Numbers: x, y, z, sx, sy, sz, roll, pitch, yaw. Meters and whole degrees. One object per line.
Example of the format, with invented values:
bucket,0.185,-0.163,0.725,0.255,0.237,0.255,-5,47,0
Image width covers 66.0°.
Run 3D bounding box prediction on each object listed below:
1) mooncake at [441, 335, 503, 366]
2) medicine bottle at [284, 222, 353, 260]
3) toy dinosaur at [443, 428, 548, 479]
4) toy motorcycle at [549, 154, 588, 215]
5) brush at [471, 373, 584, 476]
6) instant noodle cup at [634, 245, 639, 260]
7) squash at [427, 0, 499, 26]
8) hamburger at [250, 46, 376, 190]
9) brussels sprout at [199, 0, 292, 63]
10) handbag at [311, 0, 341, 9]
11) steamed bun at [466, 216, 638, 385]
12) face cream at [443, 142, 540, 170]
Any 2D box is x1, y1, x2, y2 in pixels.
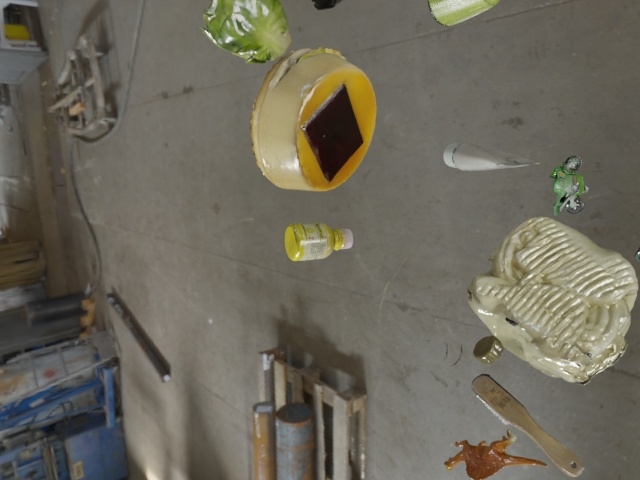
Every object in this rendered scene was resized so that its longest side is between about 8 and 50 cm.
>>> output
mooncake,0.315,0.245,1.077,0.057,0.347,0.150,45,98,12
medicine bottle,0.000,0.000,1.622,0.122,0.212,0.121,176,90,-66
toy dinosaur,0.354,0.461,1.042,0.057,0.142,0.212,57,166,-2
toy motorcycle,0.802,-0.178,1.606,0.106,0.074,0.190,-3,91,51
brush,0.531,0.483,1.290,0.327,0.070,0.065,41,157,42
instant noodle cup,0.518,0.021,0.606,0.157,0.179,0.070,122,161,-50
squash,0.320,-0.565,1.073,0.123,0.170,0.170,13,108,47
hamburger,-0.018,-0.244,1.022,0.176,0.300,0.300,27,119,32
brussels sprout,-0.127,-0.391,0.877,0.139,0.181,0.100,-53,27,15
handbag,0.046,-0.610,0.967,0.080,0.247,0.223,15,143,44
steamed bun,0.519,0.157,1.124,0.347,0.394,0.237,-6,139,18
face cream,0.499,-0.251,1.504,0.314,0.143,0.089,-152,60,-64
